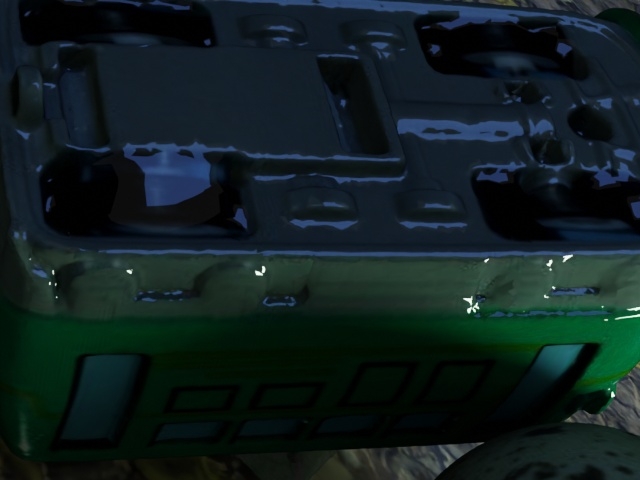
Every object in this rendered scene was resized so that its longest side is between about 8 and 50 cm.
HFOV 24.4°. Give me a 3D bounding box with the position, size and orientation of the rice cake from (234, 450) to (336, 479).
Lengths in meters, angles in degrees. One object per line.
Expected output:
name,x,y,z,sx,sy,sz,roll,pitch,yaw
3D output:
rice cake,-0.047,0.037,0.857,0.198,0.037,0.189,43,28,6

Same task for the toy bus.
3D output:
toy bus,0.000,0.000,0.706,0.343,0.199,0.183,1,49,-18

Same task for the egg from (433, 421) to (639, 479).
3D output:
egg,0.116,0.169,0.678,0.177,0.177,0.228,48,-10,17
